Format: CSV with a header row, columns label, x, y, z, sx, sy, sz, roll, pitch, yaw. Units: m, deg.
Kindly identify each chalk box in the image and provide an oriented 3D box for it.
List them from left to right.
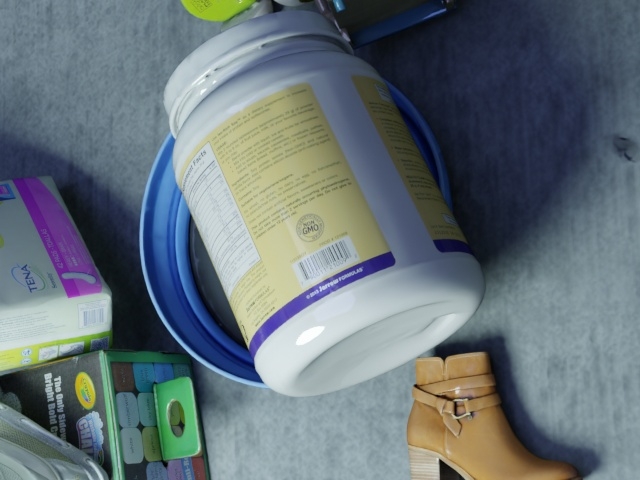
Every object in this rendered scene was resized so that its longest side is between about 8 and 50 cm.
label,x,y,z,sx,sy,sz,roll,pitch,yaw
chalk box,-0.256,0.235,1.392,0.289,0.179,0.180,-15,76,26

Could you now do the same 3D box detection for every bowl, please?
label,x,y,z,sx,sy,sz,roll,pitch,yaw
bowl,-0.028,-0.022,1.335,0.391,0.077,0.391,-5,79,24

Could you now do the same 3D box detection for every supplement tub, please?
label,x,y,z,sx,sy,sz,roll,pitch,yaw
supplement tub,-0.006,-0.037,1.149,0.241,0.241,0.331,-33,68,22

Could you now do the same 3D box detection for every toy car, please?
label,x,y,z,sx,sy,sz,roll,pitch,yaw
toy car,-0.094,-0.348,1.401,0.182,0.159,0.136,-33,35,23

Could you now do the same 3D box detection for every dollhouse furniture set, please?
label,x,y,z,sx,sy,sz,roll,pitch,yaw
dollhouse furniture set,0.089,-0.355,1.171,0.303,0.286,0.198,-21,85,8

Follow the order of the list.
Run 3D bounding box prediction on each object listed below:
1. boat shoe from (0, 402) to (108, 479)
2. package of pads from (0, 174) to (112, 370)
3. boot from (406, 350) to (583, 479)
label,x,y,z,sx,sy,sz,roll,pitch,yaw
boat shoe,-0.383,0.231,1.313,0.320,0.103,0.118,19,111,35
package of pads,-0.409,0.037,1.417,0.296,0.229,0.101,51,142,45
boot,0.180,0.194,1.214,0.197,0.073,0.152,-3,79,26
